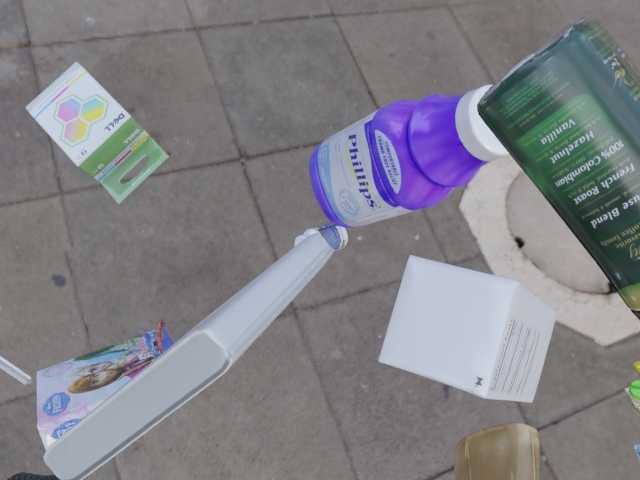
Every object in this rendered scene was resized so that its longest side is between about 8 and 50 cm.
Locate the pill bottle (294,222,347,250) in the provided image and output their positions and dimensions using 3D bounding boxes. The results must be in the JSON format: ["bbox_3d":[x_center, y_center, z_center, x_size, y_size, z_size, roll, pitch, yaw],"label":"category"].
[{"bbox_3d":[0.000,0.000,1.535,0.120,0.067,0.067,-17,65,-42],"label":"pill bottle"}]

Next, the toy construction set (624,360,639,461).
[{"bbox_3d":[0.651,0.251,1.090,0.328,0.151,0.215,-19,51,0],"label":"toy construction set"}]

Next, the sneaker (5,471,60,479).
[{"bbox_3d":[-0.466,0.456,1.126,0.084,0.235,0.097,-38,112,-39],"label":"sneaker"}]

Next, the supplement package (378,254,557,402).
[{"bbox_3d":[0.196,0.118,0.839,0.139,0.244,0.133,14,84,30],"label":"supplement package"}]

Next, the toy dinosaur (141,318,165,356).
[{"bbox_3d":[-0.349,0.210,1.447,0.090,0.047,0.082,-1,59,35],"label":"toy dinosaur"}]

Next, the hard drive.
[{"bbox_3d":[-0.106,0.096,0.655,0.040,0.203,0.307,51,21,-2],"label":"hard drive"}]

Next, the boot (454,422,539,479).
[{"bbox_3d":[0.190,0.393,0.842,0.089,0.236,0.269,31,46,-29],"label":"boot"}]

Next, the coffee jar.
[{"bbox_3d":[0.177,-0.033,0.382,0.184,0.079,0.096,52,35,2],"label":"coffee jar"}]

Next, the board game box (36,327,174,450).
[{"bbox_3d":[-0.472,0.319,1.505,0.318,0.319,0.065,-19,106,-20],"label":"board game box"}]

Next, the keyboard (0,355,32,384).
[{"bbox_3d":[-0.662,0.197,1.274,0.256,0.072,0.014,36,55,-5],"label":"keyboard"}]

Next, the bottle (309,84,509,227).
[{"bbox_3d":[0.091,-0.088,0.713,0.092,0.283,0.118,-20,93,-30],"label":"bottle"}]

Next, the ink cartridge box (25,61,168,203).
[{"bbox_3d":[-0.341,-0.166,1.012,0.109,0.062,0.209,-44,68,-4],"label":"ink cartridge box"}]
